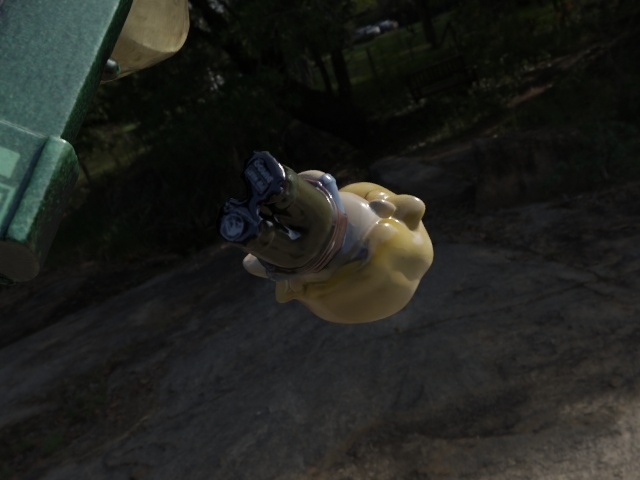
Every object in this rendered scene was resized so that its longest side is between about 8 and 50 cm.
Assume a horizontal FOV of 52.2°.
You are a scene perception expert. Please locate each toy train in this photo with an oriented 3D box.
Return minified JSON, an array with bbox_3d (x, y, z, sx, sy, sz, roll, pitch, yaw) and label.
[{"bbox_3d":[-0.254,-0.118,0.490,0.138,0.178,0.330,-34,39,59],"label":"toy train"}]

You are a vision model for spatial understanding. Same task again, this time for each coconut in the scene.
[{"bbox_3d":[-0.252,-0.288,0.757,0.224,0.224,0.224,-20,12,4],"label":"coconut"}]

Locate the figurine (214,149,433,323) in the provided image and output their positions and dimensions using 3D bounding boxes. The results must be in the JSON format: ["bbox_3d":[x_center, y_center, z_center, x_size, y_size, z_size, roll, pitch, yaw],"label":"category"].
[{"bbox_3d":[0.000,0.000,0.469,0.108,0.114,0.196,23,1,38],"label":"figurine"}]
